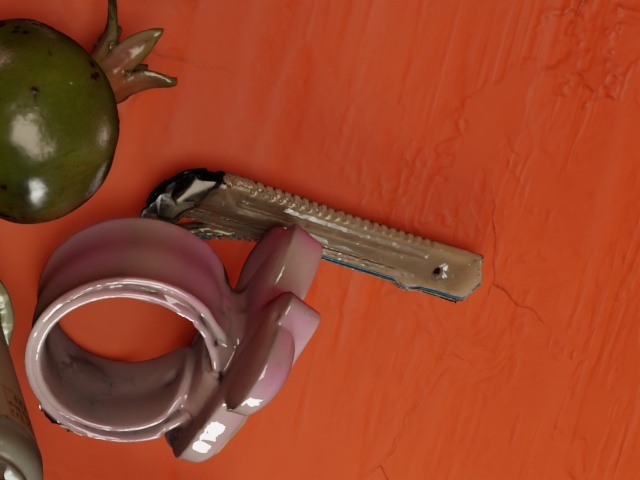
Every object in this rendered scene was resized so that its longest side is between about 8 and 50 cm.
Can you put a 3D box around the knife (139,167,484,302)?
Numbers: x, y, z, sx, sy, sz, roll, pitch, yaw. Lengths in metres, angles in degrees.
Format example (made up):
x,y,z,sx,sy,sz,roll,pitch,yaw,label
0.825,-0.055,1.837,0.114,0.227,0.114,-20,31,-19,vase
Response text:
x,y,z,sx,sy,sz,roll,pitch,yaw,label
-0.001,-0.005,1.609,0.365,0.043,0.089,15,134,-22,knife

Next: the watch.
x,y,z,sx,sy,sz,roll,pitch,yaw,label
-0.147,0.081,1.501,0.217,0.211,0.248,25,121,-18,watch

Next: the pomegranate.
x,y,z,sx,sy,sz,roll,pitch,yaw,label
-0.235,-0.120,1.446,0.224,0.181,0.181,-32,113,-26,pomegranate

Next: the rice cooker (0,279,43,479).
x,y,z,sx,sy,sz,roll,pitch,yaw,label
-0.383,0.144,1.414,0.264,0.317,0.316,-41,114,19,rice cooker
